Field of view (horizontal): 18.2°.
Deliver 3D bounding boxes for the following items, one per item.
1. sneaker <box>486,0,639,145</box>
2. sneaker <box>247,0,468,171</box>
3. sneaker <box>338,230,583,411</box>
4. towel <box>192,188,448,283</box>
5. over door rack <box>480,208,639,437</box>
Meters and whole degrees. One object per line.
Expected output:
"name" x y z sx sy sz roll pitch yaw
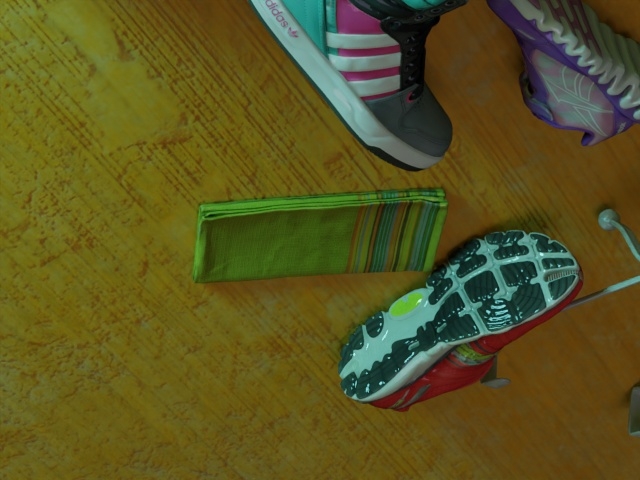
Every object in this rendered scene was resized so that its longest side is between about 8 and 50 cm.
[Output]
"sneaker" 0.210 -0.152 1.746 0.104 0.095 0.236 -32 135 27
"sneaker" 0.077 -0.187 1.655 0.178 0.124 0.295 -24 135 22
"sneaker" 0.147 0.084 1.967 0.279 0.107 0.118 -30 144 27
"towel" 0.000 0.000 1.883 0.237 0.021 0.102 -4 134 -12
"over door rack" 0.343 0.067 2.002 0.239 0.108 0.324 20 140 -31
